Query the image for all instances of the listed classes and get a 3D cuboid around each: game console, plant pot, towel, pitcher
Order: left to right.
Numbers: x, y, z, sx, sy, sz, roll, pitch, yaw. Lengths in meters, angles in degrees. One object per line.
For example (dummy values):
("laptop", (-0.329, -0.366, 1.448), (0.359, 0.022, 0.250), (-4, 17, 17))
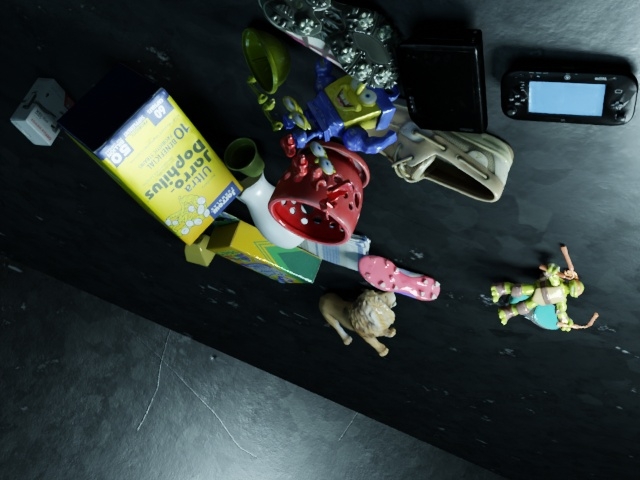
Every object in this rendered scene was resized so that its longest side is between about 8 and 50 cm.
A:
("plant pot", (-0.387, 0.019, 2.175), (0.082, 0.081, 0.083), (14, 144, 18))
("plant pot", (-0.169, -0.185, 1.584), (0.083, 0.083, 0.079), (10, 164, 25))
("pitcher", (-0.134, -0.079, 1.728), (0.207, 0.125, 0.178), (48, 161, -25))
("towel", (0.000, 0.000, 1.867), (0.285, 0.034, 0.209), (19, 158, 12))
("plant pot", (0.002, -0.107, 1.471), (0.191, 0.174, 0.191), (17, 155, 8))
("game console", (0.306, -0.243, 1.078), (0.362, 0.043, 0.213), (7, 153, 21))

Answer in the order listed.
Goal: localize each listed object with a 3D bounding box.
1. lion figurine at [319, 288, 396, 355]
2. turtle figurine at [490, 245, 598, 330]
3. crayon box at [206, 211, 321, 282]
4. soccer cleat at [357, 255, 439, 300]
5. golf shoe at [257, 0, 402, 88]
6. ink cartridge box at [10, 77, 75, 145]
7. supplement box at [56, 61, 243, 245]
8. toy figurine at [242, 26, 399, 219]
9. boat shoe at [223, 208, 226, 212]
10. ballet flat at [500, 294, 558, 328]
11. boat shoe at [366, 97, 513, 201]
("lion figurine", (0.094, 0.233, 2.145), (0.392, 0.142, 0.240), (2, 142, 46))
("turtle figurine", (0.516, 0.115, 1.592), (0.218, 0.087, 0.269), (-13, 129, 22))
("crayon box", (-0.186, 0.028, 1.946), (0.323, 0.083, 0.203), (27, 165, -24))
("soccer cleat", (0.205, 0.105, 1.837), (0.248, 0.083, 0.095), (18, 173, -15))
("golf shoe", (0.021, -0.342, 1.100), (0.273, 0.105, 0.120), (27, -172, -29))
("ink cartridge box", (-0.672, -0.313, 1.656), (0.056, 0.135, 0.099), (9, 153, 26))
("supplement box", (-0.371, -0.186, 1.529), (0.195, 0.194, 0.356), (35, 168, 38))
("toy figurine", (0.029, -0.243, 1.223), (0.362, 0.217, 0.191), (61, 169, 20))
("boat shoe", (-0.315, -0.113, 1.875), (0.133, 0.048, 0.042), (34, 161, -16))
("ballet flat", (0.531, 0.164, 1.733), (0.203, 0.074, 0.074), (27, 156, -26))
("boat shoe", (0.185, -0.171, 1.266), (0.341, 0.110, 0.121), (19, 155, 7))
